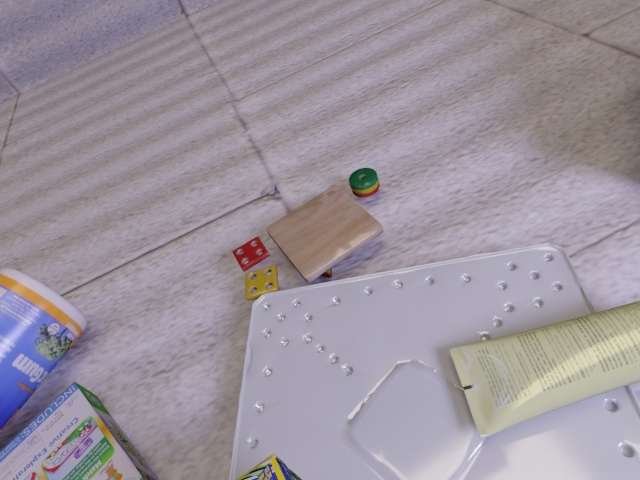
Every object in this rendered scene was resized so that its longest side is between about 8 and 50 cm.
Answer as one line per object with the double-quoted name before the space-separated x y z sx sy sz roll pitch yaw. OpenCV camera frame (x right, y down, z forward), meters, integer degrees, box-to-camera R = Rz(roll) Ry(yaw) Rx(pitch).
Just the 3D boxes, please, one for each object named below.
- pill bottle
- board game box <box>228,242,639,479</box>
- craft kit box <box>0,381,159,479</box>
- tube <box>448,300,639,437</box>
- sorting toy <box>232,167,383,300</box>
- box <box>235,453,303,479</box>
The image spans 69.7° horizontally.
"pill bottle" -0.475 0.185 0.633 0.152 0.152 0.272 10 54 29
"board game box" 0.100 0.194 0.461 0.389 0.050 0.390 -11 46 13
"craft kit box" -0.310 0.325 0.504 0.246 0.061 0.250 25 62 40
"tube" 0.245 0.101 0.417 0.240 0.062 0.070 -21 1 10
"sorting toy" 0.000 0.000 0.686 0.274 0.046 0.132 -33 45 -10
"box" -0.018 0.218 0.330 0.059 0.169 0.054 -32 45 -9
